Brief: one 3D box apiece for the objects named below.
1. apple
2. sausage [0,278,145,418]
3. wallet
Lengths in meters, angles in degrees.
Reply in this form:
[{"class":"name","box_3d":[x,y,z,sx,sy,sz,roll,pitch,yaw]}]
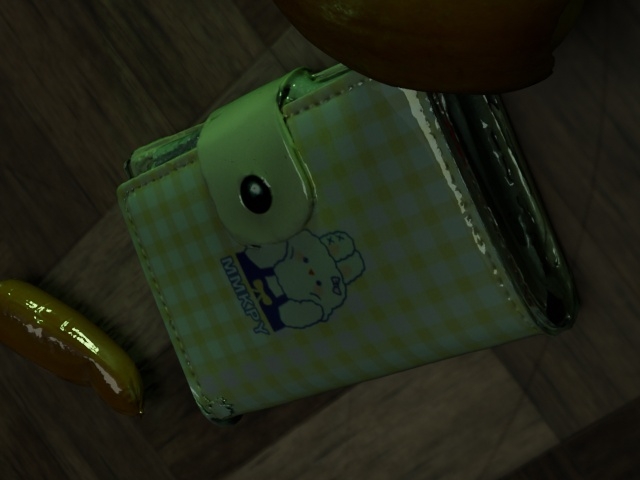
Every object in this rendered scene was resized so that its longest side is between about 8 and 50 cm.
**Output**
[{"class":"apple","box_3d":[0.069,-0.184,0.692,0.207,0.237,0.237,28,122,23]},{"class":"sausage","box_3d":[-0.208,0.083,1.096,0.183,0.054,0.062,28,154,20]},{"class":"wallet","box_3d":[0.000,0.000,0.916,0.309,0.077,0.223,-19,101,38]}]
